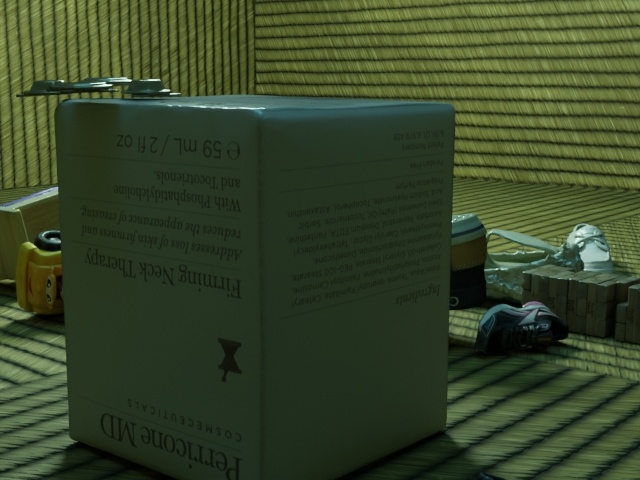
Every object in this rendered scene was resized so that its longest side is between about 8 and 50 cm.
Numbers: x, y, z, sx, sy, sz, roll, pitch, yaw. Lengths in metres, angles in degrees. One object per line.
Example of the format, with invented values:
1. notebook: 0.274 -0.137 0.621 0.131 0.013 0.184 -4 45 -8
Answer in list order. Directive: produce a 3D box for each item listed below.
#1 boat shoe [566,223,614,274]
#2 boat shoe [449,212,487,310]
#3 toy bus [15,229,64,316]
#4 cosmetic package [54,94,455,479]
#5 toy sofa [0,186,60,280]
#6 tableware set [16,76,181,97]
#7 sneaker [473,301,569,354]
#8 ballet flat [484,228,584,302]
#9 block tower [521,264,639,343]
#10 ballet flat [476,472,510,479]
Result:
1. boat shoe: 0.556 0.016 2.123 0.098 0.096 0.277 1 10 5
2. boat shoe: 0.061 0.073 1.675 0.500 0.156 0.186 -12 6 39
3. toy bus: -0.383 0.078 1.741 0.220 0.150 0.211 -11 30 -38
4. cosmetic package: -0.069 0.036 1.155 0.329 0.394 0.327 8 12 40
5. toy sofa: -0.509 -0.048 2.056 0.177 0.150 0.362 8 24 41
6. tableware set: -0.247 -0.166 1.110 0.141 0.020 0.168 -10 14 -38
7. sneaker: 0.311 0.136 1.538 0.178 0.072 0.077 -15 27 -37
8. ballet flat: 0.289 0.040 1.869 0.408 0.147 0.147 3 10 18
9. block tower: 0.491 0.108 1.618 0.335 0.091 0.097 9 14 41
10. ballet flat: 0.229 0.244 0.954 0.173 0.049 0.057 -1 11 -4
